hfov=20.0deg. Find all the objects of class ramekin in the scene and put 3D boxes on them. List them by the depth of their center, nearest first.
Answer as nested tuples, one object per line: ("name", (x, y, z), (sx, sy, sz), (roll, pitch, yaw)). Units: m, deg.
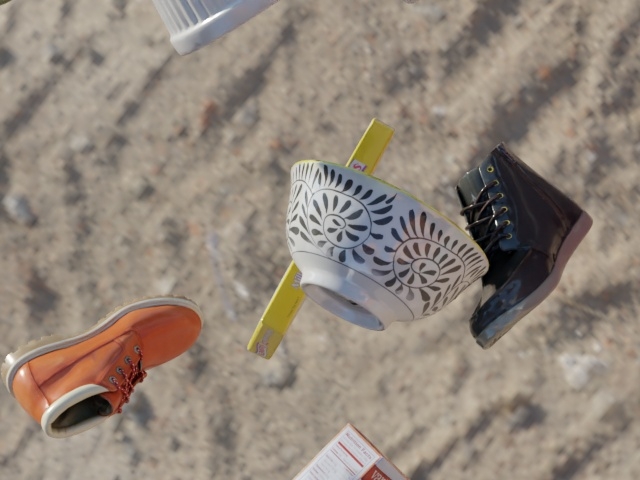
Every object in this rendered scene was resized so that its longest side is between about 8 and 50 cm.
("ramekin", (-0.086, -0.288, 1.848), (0.207, 0.109, 0.207), (-32, 11, 7))

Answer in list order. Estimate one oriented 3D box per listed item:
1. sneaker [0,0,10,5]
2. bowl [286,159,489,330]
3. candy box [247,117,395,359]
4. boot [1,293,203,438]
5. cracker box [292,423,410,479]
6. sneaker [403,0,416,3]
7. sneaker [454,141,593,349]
("sneaker", (-0.197, -0.232, 1.506), (0.192, 0.064, 0.086), (-35, 98, 10))
("bowl", (0.035, 0.017, 1.377), (0.170, 0.170, 0.080), (17, 71, 35))
("candy box", (0.000, 0.000, 1.546), (0.027, 0.105, 0.206), (28, 73, 2))
("boot", (-0.149, 0.097, 1.352), (0.158, 0.059, 0.084), (-24, 38, -18))
("cracker box", (-0.002, 0.319, 1.907), (0.232, 0.155, 0.067), (-44, 51, -3))
("sneaker", (0.119, -0.373, 1.703), (0.137, 0.366, 0.210), (-29, 85, -21))
("sneaker", (0.152, 0.004, 1.596), (0.118, 0.222, 0.083), (43, 126, -2))
